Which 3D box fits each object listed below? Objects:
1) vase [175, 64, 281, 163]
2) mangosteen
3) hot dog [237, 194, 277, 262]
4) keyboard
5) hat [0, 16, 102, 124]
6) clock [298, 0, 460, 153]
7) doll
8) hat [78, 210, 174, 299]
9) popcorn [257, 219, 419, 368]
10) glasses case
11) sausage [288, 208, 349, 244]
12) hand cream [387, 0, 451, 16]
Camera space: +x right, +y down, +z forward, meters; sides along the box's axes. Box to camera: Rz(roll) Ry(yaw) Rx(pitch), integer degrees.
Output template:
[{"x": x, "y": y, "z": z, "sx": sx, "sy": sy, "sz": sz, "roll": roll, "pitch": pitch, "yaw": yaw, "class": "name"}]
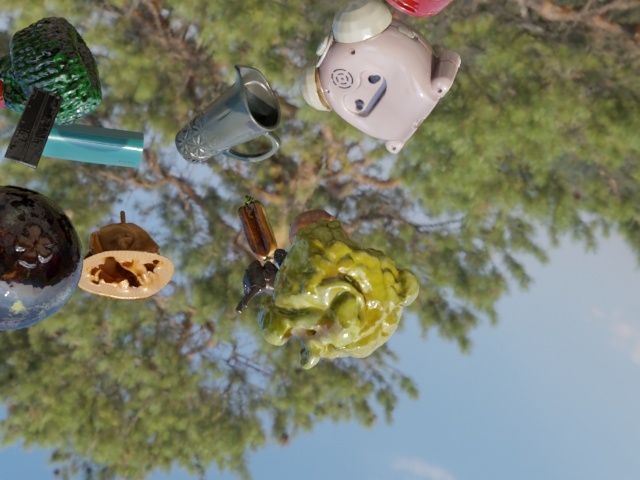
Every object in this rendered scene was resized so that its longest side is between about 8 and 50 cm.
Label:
[{"x": -0.242, "y": -0.299, "z": 2.229, "sx": 0.251, "sy": 0.301, "sz": 0.156, "roll": 50, "pitch": -144, "yaw": -21, "class": "vase"}, {"x": -0.601, "y": 0.036, "z": 1.618, "sx": 0.288, "sy": 0.288, "sz": 0.288, "roll": 24, "pitch": -166, "yaw": -7, "class": "mangosteen"}, {"x": -0.155, "y": -0.026, "z": 2.107, "sx": 0.055, "sy": 0.072, "sz": 0.188, "roll": 51, "pitch": -164, "yaw": -62, "class": "hot dog"}, {"x": -0.553, "y": -0.222, "z": 1.640, "sx": 0.064, "sy": 0.010, "sz": 0.198, "roll": 20, "pitch": -131, "yaw": -18, "class": "keyboard"}, {"x": -0.735, "y": -0.397, "z": 2.141, "sx": 0.242, "sy": 0.332, "sz": 0.274, "roll": 64, "pitch": -175, "yaw": -46, "class": "hat"}, {"x": 0.135, "y": -0.412, "z": 2.103, "sx": 0.326, "sy": 0.342, "sz": 0.184, "roll": 33, "pitch": -138, "yaw": -6, "class": "clock"}, {"x": -0.100, "y": 0.085, "z": 1.766, "sx": 0.139, "sy": 0.057, "sz": 0.165, "roll": 13, "pitch": -124, "yaw": -17, "class": "doll"}, {"x": -0.520, "y": 0.003, "z": 2.257, "sx": 0.233, "sy": 0.244, "sz": 0.233, "roll": 39, "pitch": -150, "yaw": -44, "class": "hat"}, {"x": 0.033, "y": 0.108, "z": 1.520, "sx": 0.250, "sy": 0.241, "sz": 0.235, "roll": 25, "pitch": -163, "yaw": -11, "class": "popcorn"}, {"x": -0.704, "y": -0.290, "z": 2.606, "sx": 0.301, "sy": 0.117, "sz": 0.070, "roll": 4, "pitch": -137, "yaw": -20, "class": "glasses case"}, {"x": -0.001, "y": 0.000, "z": 2.542, "sx": 0.268, "sy": 0.141, "sz": 0.153, "roll": 48, "pitch": -148, "yaw": -61, "class": "sausage"}, {"x": 0.219, "y": -0.591, "z": 1.739, "sx": 0.230, "sy": 0.230, "sz": 0.149, "roll": 19, "pitch": 153, "yaw": -24, "class": "hand cream"}]
